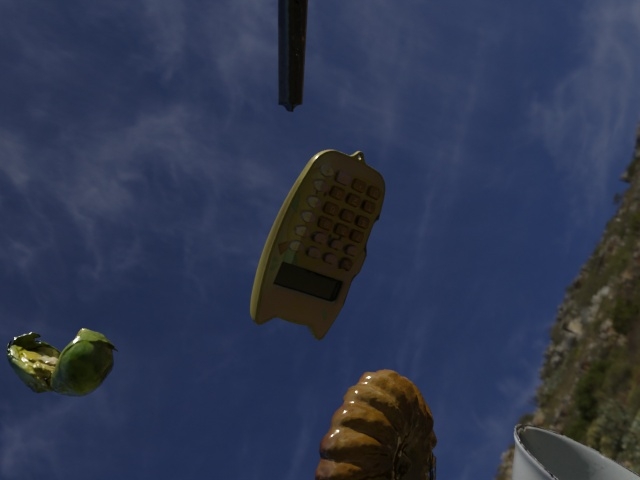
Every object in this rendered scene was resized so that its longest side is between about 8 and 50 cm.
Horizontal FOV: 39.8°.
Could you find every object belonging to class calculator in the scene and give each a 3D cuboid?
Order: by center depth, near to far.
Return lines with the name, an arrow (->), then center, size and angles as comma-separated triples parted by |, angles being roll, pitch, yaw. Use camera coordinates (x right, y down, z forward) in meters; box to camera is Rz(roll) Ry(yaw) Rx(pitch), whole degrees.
calculator -> 0.000, 0.000, 1.072 | 0.157, 0.033, 0.236 | 22, -87, -44

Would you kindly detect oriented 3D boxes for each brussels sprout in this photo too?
brussels sprout -> -0.193, 0.092, 0.661 | 0.046, 0.083, 0.051 | 5, -101, -63

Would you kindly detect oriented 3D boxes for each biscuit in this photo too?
biscuit -> 0.114, 0.394, 1.564 | 0.326, 0.107, 0.325 | -8, -80, -53

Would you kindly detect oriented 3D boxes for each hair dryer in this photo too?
hair dryer -> -0.024, -0.357, 1.421 | 0.116, 0.244, 0.302 | -5, -78, -24

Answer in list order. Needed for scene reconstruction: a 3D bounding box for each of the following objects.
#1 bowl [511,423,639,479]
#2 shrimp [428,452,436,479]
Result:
bowl -> 0.201, 0.217, 0.624 | 0.189, 0.189, 0.086 | 23, -82, -41
shrimp -> 0.210, 0.537, 1.522 | 0.116, 0.145, 0.343 | 3, -95, -66
